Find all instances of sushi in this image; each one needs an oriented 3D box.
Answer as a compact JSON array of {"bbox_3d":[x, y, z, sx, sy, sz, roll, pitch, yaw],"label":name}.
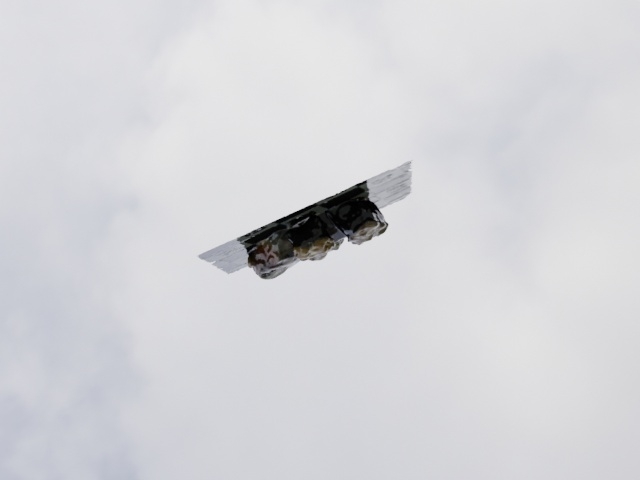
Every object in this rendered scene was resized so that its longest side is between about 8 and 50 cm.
[{"bbox_3d":[0.000,0.000,1.020,0.210,0.193,0.040,-24,-98,2],"label":"sushi"}]
